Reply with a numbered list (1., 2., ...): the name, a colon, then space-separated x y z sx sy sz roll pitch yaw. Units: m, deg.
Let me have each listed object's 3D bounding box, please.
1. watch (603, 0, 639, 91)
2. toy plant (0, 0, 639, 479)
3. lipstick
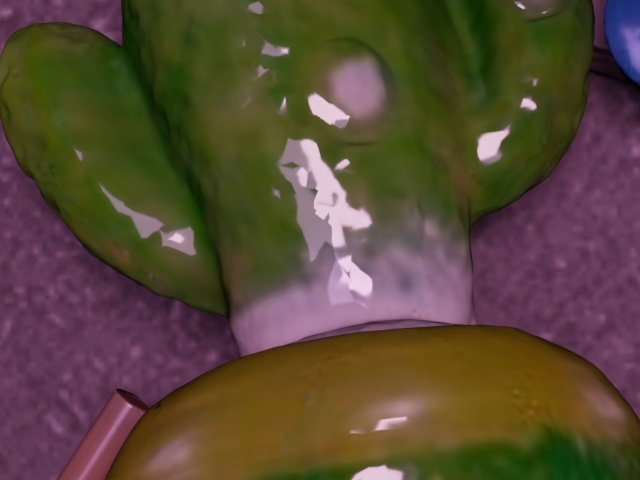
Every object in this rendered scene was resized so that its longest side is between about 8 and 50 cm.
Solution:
1. watch: 0.224 -0.149 0.400 0.305 0.274 0.241 2 86 13
2. toy plant: 0.000 0.000 0.494 0.224 0.184 0.316 -9 69 3
3. lipstick: -0.100 0.103 0.557 0.019 0.019 0.094 32 91 9
